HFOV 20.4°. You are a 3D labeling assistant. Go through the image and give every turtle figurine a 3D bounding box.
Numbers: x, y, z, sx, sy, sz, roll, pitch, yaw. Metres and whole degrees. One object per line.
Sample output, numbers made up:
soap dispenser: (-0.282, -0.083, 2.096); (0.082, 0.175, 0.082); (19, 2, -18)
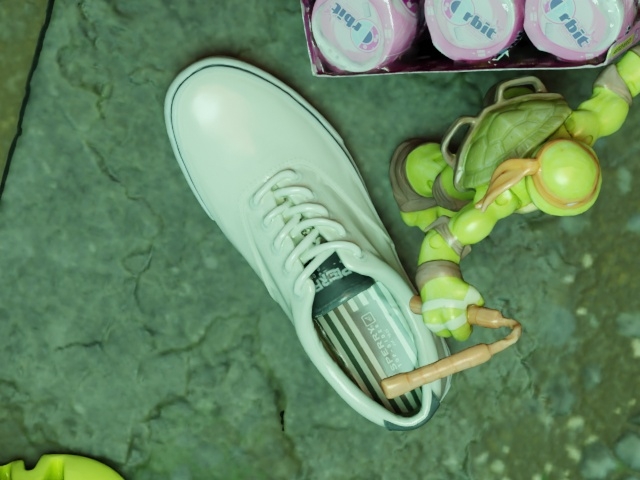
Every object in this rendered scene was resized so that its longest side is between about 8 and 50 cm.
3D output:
turtle figurine: (0.100, -0.035, 0.988); (0.087, 0.217, 0.269); (43, 86, -13)

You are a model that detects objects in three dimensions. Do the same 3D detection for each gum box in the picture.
gum box: (0.097, -0.137, 0.990); (0.188, 0.107, 0.062); (1, 112, 30)

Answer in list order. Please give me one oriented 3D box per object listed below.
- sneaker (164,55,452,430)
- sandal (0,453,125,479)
sneaker: (0.000, 0.000, 1.055); (0.094, 0.091, 0.258); (-37, 97, 2)
sandal: (-0.264, 0.199, 1.043); (0.317, 0.138, 0.126); (-12, 99, 0)
